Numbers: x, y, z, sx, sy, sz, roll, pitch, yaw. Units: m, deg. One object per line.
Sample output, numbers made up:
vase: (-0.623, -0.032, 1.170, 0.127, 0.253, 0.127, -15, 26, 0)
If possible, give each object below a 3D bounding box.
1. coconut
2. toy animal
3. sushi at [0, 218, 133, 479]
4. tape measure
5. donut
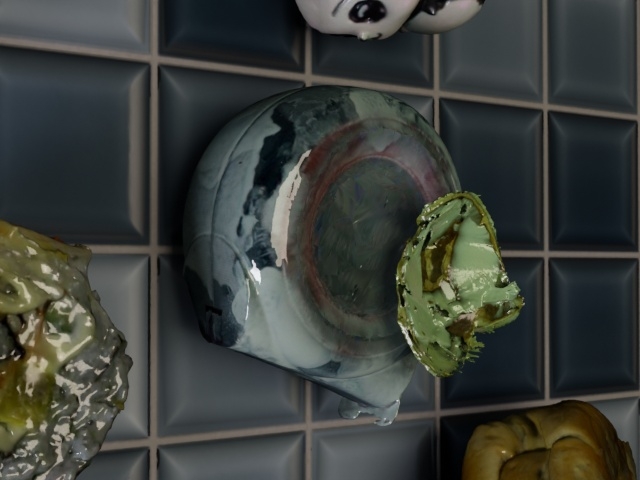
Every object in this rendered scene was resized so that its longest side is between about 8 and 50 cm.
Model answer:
coconut: (0.115, 0.039, 1.017, 0.133, 0.055, 0.158, 17, 86, -42)
toy animal: (0.057, -0.247, 1.104, 0.179, 0.166, 0.138, -19, 86, -24)
sushi: (-0.256, 0.110, 0.853, 0.184, 0.139, 0.274, 45, 63, -27)
tape measure: (0.000, 0.000, 1.047, 0.256, 0.147, 0.275, 28, 76, -40)
donut: (0.241, 0.340, 1.144, 0.360, 0.170, 0.360, -15, 90, -70)
